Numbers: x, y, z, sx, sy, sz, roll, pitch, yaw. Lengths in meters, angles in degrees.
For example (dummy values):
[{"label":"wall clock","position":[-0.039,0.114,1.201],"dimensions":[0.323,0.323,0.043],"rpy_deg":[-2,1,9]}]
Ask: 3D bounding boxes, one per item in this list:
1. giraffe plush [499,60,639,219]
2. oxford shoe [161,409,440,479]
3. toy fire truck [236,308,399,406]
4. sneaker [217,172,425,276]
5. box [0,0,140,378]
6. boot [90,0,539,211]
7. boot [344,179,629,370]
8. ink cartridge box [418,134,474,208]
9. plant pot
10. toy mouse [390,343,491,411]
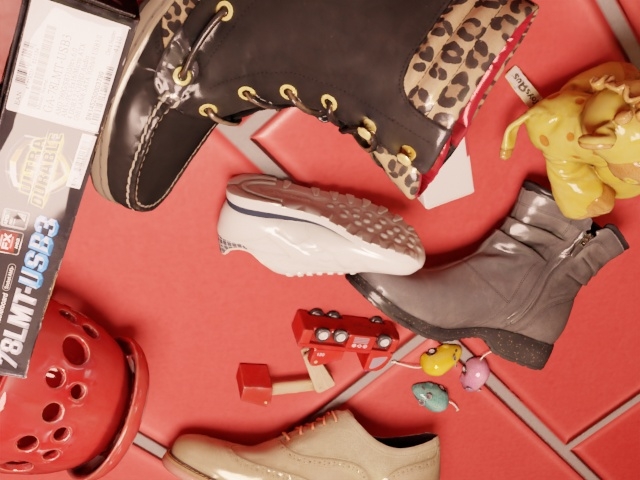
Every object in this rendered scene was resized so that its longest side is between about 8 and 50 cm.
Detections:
[{"label":"giraffe plush","position":[0.312,-0.119,0.769],"dimensions":[0.210,0.170,0.182],"rpy_deg":[29,90,-16]},{"label":"oxford shoe","position":[-0.018,0.300,1.021],"dimensions":[0.396,0.140,0.147],"rpy_deg":[13,86,-17]},{"label":"toy fire truck","position":[-0.003,0.158,0.960],"dimensions":[0.191,0.047,0.135],"rpy_deg":[9,119,-21]},{"label":"sneaker","position":[0.000,0.000,0.818],"dimensions":[0.234,0.090,0.095],"rpy_deg":[17,117,4]},{"label":"box","position":[-0.228,-0.097,0.591],"dimensions":[0.073,0.296,0.293],"rpy_deg":[16,117,-26]},{"label":"boot","position":[-0.021,-0.130,0.647],"dimensions":[0.284,0.138,0.378],"rpy_deg":[35,105,9]},{"label":"boot","position":[0.208,0.017,0.905],"dimensions":[0.338,0.118,0.223],"rpy_deg":[18,108,-30]},{"label":"ink cartridge box","position":[0.104,-0.111,0.765],"dimensions":[0.056,0.135,0.099],"rpy_deg":[-19,125,-6]},{"label":"plant pot","position":[-0.297,0.165,0.807],"dimensions":[0.174,0.191,0.191],"rpy_deg":[25,113,-35]},{"label":"toy mouse","position":[0.192,0.210,1.053],"dimensions":[0.160,0.031,0.143],"rpy_deg":[-17,124,-4]}]
